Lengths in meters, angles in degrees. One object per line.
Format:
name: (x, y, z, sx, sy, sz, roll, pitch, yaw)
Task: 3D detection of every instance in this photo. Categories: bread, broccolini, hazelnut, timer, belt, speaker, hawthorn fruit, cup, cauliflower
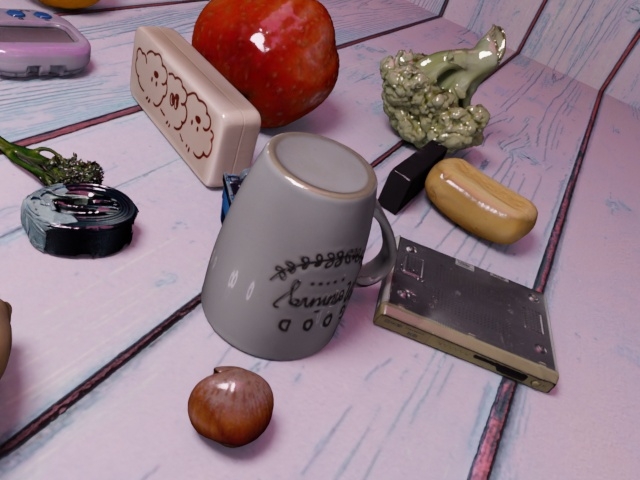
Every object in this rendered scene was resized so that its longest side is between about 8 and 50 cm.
bread: (0.300, -0.070, 1.033, 0.217, 0.098, 0.147, 39, 38, 19)
broccolini: (-0.403, -0.118, 0.766, 0.201, 0.058, 0.074, 30, 29, 10)
hazelnut: (-0.090, 0.165, 0.544, 0.086, 0.086, 0.086, 14, 36, -11)
timer: (-0.553, -0.370, 1.007, 0.208, 0.069, 0.190, -18, 52, -43)
belt: (-0.310, -0.030, 0.700, 0.139, 0.058, 0.105, -2, 41, -28)
speaker: (0.186, -0.131, 1.067, 0.044, 0.082, 0.218, 32, 38, 15)
hawthorn fruit: (-0.122, -0.340, 1.056, 0.287, 0.287, 0.330, 28, 62, 9)
cup: (0.000, 0.000, 0.676, 0.257, 0.234, 0.186, -1, 42, -32)
cauliflower: (0.276, -0.324, 1.216, 0.326, 0.281, 0.261, 17, 65, -33)

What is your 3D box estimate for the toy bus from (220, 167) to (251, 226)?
toy bus: (-0.053, -0.043, 0.808, 0.184, 0.106, 0.090, 0, 37, -19)

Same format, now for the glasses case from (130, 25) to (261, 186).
glasses case: (-0.230, -0.241, 0.943, 0.076, 0.144, 0.336, -14, 48, -38)

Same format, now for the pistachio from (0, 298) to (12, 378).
pistachio: (-0.350, 0.124, 0.398, 0.162, 0.181, 0.293, 48, 28, -29)

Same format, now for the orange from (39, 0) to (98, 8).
orange: (-0.588, -0.629, 1.222, 0.219, 0.193, 0.220, 14, 51, -18)

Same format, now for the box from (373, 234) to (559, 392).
box: (0.222, 0.099, 0.819, 0.270, 0.045, 0.211, 23, 37, 2)
